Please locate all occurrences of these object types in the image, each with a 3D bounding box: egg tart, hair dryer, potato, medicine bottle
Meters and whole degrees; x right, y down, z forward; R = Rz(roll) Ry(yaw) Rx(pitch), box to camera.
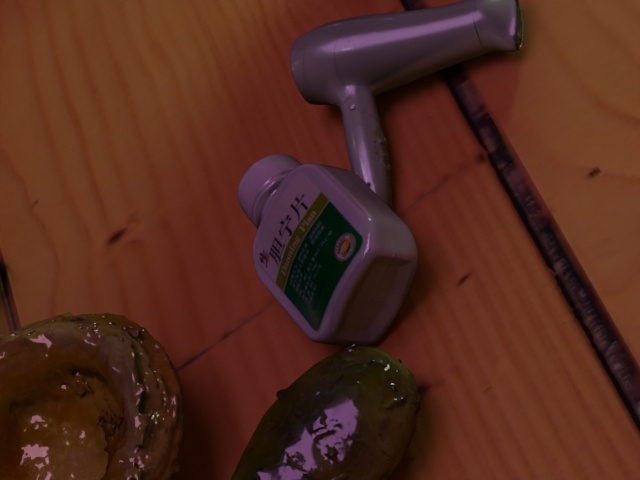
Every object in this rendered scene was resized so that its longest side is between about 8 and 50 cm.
[{"bbox_3d":[-0.225,0.193,1.534,0.288,0.118,0.288,-15,56,23],"label":"egg tart"},{"bbox_3d":[0.076,-0.095,1.563,0.206,0.075,0.237,-10,63,23],"label":"hair dryer"},{"bbox_3d":[-0.008,0.177,1.406,0.117,0.090,0.225,24,74,48],"label":"potato"},{"bbox_3d":[0.000,0.000,1.522,0.183,0.069,0.119,49,121,46],"label":"medicine bottle"}]
